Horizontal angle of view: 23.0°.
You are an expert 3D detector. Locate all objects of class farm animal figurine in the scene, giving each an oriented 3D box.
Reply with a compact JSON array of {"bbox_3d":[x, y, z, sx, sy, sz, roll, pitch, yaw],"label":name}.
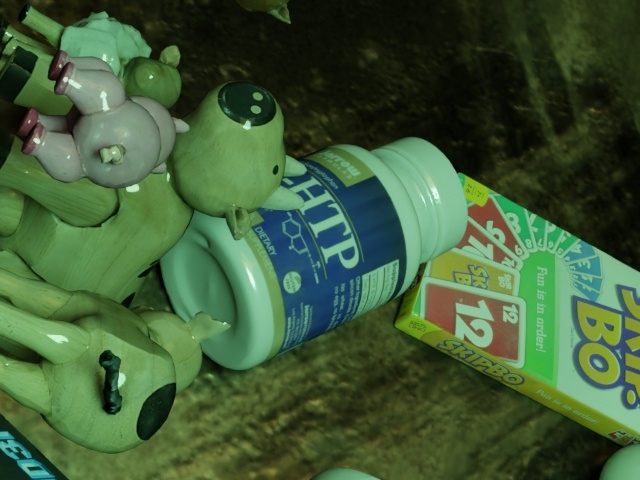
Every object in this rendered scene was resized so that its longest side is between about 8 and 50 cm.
[{"bbox_3d":[-0.107,-0.020,0.862,0.172,0.327,0.330,27,61,-20],"label":"farm animal figurine"}]

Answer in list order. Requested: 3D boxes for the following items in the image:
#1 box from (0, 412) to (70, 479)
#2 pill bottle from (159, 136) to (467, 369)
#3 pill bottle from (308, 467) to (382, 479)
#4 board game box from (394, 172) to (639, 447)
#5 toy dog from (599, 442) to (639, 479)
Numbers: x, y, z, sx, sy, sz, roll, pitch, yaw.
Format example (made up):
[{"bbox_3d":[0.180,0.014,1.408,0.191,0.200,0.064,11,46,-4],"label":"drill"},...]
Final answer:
[{"bbox_3d":[-0.186,0.150,0.682,0.220,0.175,0.051,40,19,15],"label":"box"},{"bbox_3d":[0.000,0.000,1.023,0.186,0.112,0.112,-24,80,-32],"label":"pill bottle"},{"bbox_3d":[-0.058,0.269,0.838,0.176,0.176,0.318,49,57,1],"label":"pill bottle"},{"bbox_3d":[0.186,0.064,1.132,0.259,0.039,0.124,29,59,-15],"label":"board game box"},{"bbox_3d":[0.211,0.280,0.970,0.220,0.161,0.334,0,68,-26],"label":"toy dog"}]
